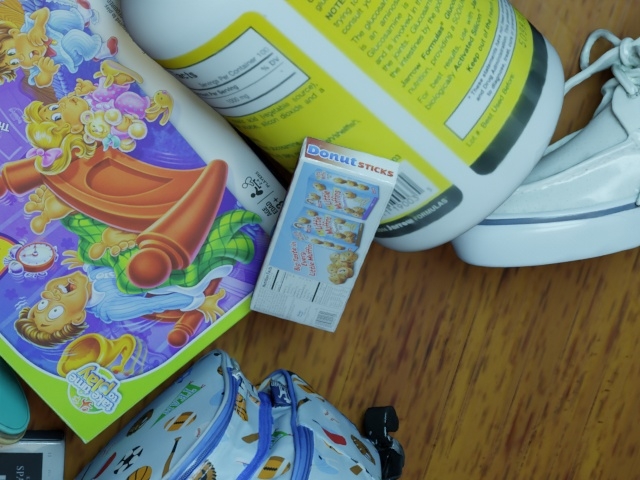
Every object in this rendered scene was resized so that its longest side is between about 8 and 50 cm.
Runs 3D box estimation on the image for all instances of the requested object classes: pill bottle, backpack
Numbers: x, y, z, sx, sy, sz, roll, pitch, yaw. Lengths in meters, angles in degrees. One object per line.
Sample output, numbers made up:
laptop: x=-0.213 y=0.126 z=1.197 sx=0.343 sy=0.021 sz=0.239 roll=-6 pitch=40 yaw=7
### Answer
pill bottle: x=-0.008 y=-0.156 z=1.193 sx=0.334 sy=0.188 sz=0.188 roll=39 pitch=98 yaw=-27
backpack: x=-0.068 y=0.222 z=1.284 sx=0.213 sy=0.263 sz=0.276 roll=39 pitch=97 yaw=-21

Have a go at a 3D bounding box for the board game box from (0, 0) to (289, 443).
board game box: x=-0.191 y=-0.058 z=1.271 sx=0.233 sy=0.078 sz=0.347 roll=-39 pitch=110 yaw=4

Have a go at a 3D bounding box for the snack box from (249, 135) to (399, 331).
snack box: x=0.000 y=0.000 z=1.210 sx=0.064 sy=0.022 sz=0.178 roll=17 pitch=143 yaw=-3

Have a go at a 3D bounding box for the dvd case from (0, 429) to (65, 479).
dvd case: x=-0.317 y=0.227 z=1.367 sx=0.238 sy=0.029 sz=0.179 roll=2 pitch=107 yaw=-10

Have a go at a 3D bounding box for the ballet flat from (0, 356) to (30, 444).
ballet flat: x=-0.305 y=0.065 z=1.305 sx=0.073 sy=0.080 sz=0.232 roll=-28 pitch=110 yaw=30

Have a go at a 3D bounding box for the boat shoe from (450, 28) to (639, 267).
boat shoe: x=0.253 y=-0.101 z=1.306 sx=0.367 sy=0.136 sz=0.157 roll=-18 pitch=110 yaw=-7
